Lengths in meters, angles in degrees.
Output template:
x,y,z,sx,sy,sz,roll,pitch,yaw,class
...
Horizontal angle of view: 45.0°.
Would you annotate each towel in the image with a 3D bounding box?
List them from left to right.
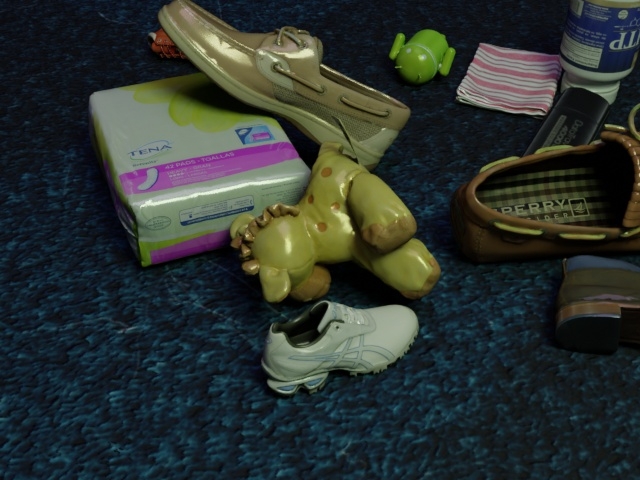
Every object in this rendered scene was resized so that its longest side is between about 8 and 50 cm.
x,y,z,sx,sy,sz,roll,pitch,yaw,class
0.301,-0.259,1.217,0.144,0.029,0.197,14,43,16,towel

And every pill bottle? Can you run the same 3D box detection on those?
x,y,z,sx,sy,sz,roll,pitch,yaw,class
0.413,-0.297,1.137,0.112,0.186,0.112,-1,41,1,pill bottle

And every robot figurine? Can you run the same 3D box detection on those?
x,y,z,sx,sy,sz,roll,pitch,yaw,class
0.161,-0.290,1.225,0.101,0.067,0.115,23,46,17,robot figurine

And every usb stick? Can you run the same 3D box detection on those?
x,y,z,sx,sy,sz,roll,pitch,yaw,class
0.327,-0.130,1.056,0.077,0.045,0.278,26,47,16,usb stick

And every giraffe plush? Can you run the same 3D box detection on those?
x,y,z,sx,sy,sz,roll,pitch,yaw,class
0.000,0.000,0.832,0.170,0.210,0.181,-35,14,-3,giraffe plush

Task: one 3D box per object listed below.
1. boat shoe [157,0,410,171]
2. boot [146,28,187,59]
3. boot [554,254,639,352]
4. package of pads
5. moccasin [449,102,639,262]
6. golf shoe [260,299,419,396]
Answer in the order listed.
x,y,z,sx,sy,sz,roll,pitch,yaw,class
-0.042,-0.220,0.988,0.341,0.110,0.121,29,22,-21,boat shoe
-0.230,-0.319,1.277,0.085,0.059,0.158,-24,38,-21,boot
0.355,0.062,0.806,0.219,0.082,0.106,4,44,8,boot
-0.164,-0.105,0.991,0.229,0.101,0.296,-14,42,-17,package of pads
0.339,-0.066,0.879,0.380,0.147,0.139,-4,71,-4,moccasin
0.025,0.092,0.772,0.176,0.086,0.069,-20,42,-23,golf shoe
